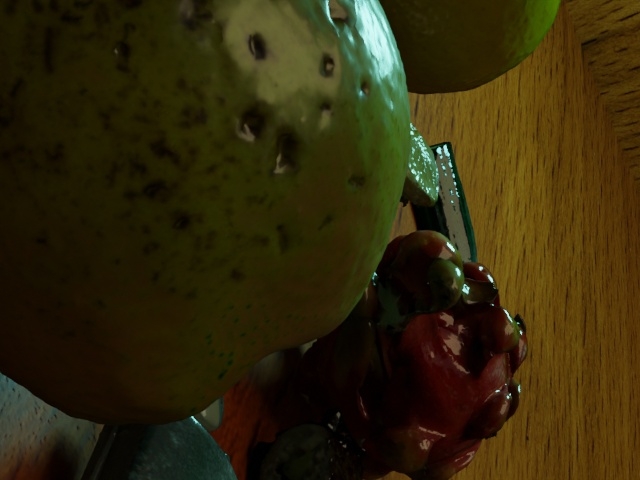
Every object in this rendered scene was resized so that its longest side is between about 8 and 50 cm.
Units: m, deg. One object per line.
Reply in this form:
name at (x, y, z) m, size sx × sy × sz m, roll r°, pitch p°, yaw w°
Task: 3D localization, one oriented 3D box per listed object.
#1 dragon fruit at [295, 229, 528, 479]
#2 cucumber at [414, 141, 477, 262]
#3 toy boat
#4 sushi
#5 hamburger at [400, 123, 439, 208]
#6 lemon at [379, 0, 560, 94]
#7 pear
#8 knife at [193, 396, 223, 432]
dragon fruit at (0.092, 0.108, 1.412) m, size 0.243 × 0.227 × 0.307 m, roll -59°, pitch 157°, yaw -64°
cucumber at (0.184, -0.023, 2.011) m, size 0.115 × 0.063 × 0.244 m, roll -7°, pitch 83°, yaw -67°
toy boat at (-0.144, 0.253, 0.993) m, size 0.141 × 0.092 × 0.320 m, roll 59°, pitch 33°, yaw -35°
sushi at (-0.010, 0.222, 1.322) m, size 0.084 × 0.094 × 0.098 m, roll 55°, pitch 32°, yaw -41°
hamburger at (0.054, -0.091, 1.663) m, size 0.159 × 0.131 × 0.185 m, roll 51°, pitch 23°, yaw -27°
lemon at (0.145, -0.354, 1.797) m, size 0.348 × 0.347 × 0.348 m, roll 49°, pitch 33°, yaw -47°
pear at (-0.116, -0.065, 0.933) m, size 0.391 × 0.391 × 0.391 m, roll 49°, pitch 33°, yaw -47°
knife at (-0.120, 0.065, 1.255) m, size 0.064 × 0.031 × 0.222 m, roll 29°, pitch 45°, yaw -55°
